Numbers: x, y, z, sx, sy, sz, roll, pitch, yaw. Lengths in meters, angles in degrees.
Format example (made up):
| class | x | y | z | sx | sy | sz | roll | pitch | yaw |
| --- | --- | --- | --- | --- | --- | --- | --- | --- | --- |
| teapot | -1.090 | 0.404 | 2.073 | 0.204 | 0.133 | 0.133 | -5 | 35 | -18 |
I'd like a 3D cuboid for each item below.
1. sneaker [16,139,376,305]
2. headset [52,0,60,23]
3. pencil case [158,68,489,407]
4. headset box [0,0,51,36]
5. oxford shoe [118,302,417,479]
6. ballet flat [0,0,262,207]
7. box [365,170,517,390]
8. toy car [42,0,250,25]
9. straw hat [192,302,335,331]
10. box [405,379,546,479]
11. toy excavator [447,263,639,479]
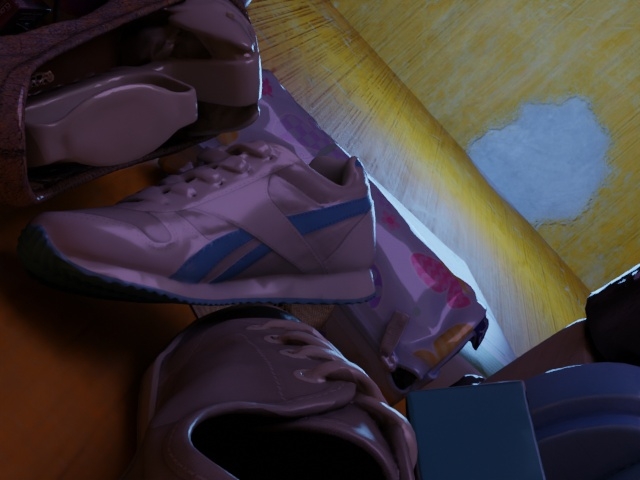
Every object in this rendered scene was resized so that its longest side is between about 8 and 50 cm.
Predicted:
| class | x | y | z | sx | sy | sz | roll | pitch | yaw |
| --- | --- | --- | --- | --- | --- | --- | --- | --- | --- |
| sneaker | -0.064 | -0.010 | 0.701 | 0.229 | 0.087 | 0.092 | 1 | 90 | -44 |
| headset | -0.234 | -0.252 | 0.743 | 0.394 | 0.243 | 0.185 | 62 | 33 | -21 |
| pencil case | 0.000 | 0.000 | 0.961 | 0.273 | 0.113 | 0.124 | 49 | 37 | 0 |
| headset box | -0.232 | -0.177 | 0.891 | 0.083 | 0.032 | 0.062 | 47 | 13 | 0 |
| oxford shoe | -0.012 | 0.107 | 0.592 | 0.169 | 0.130 | 0.449 | 44 | 11 | -2 |
| ballet flat | -0.097 | -0.082 | 0.707 | 0.316 | 0.106 | 0.107 | -36 | 127 | -52 |
| box | 0.099 | 0.058 | 1.234 | 0.232 | 0.058 | 0.322 | 41 | 14 | -29 |
| toy car | -0.150 | -0.201 | 0.942 | 0.182 | 0.159 | 0.136 | 55 | 17 | 24 |
| straw hat | -0.024 | 0.045 | 0.867 | 0.144 | 0.061 | 0.144 | 46 | 14 | -15 |
| box | 0.084 | 0.193 | 0.575 | 0.100 | 0.060 | 0.244 | 86 | -3 | -51 |
| toy excavator | 0.256 | 0.301 | 0.824 | 0.433 | 0.222 | 0.445 | 44 | 28 | -19 |
